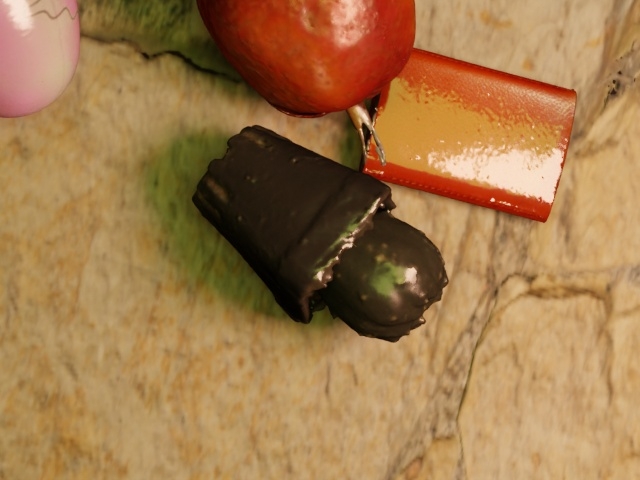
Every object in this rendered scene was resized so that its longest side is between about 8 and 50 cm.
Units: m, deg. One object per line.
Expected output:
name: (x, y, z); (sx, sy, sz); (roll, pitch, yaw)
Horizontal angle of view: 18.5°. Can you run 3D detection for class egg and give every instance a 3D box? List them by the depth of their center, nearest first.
egg: (-0.328, -0.243, 1.825); (0.196, 0.196, 0.271); (-43, 90, -9)

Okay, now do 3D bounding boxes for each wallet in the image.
wallet: (0.148, -0.109, 1.977); (0.204, 0.045, 0.142); (14, 83, -10)

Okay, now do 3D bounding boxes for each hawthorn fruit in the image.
hawthorn fruit: (0.002, -0.207, 1.882); (0.211, 0.211, 0.299); (-31, 107, -10)

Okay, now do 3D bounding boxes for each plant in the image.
plant: (0.000, 0.000, 1.892); (0.256, 0.164, 0.142); (34, 78, 9)
